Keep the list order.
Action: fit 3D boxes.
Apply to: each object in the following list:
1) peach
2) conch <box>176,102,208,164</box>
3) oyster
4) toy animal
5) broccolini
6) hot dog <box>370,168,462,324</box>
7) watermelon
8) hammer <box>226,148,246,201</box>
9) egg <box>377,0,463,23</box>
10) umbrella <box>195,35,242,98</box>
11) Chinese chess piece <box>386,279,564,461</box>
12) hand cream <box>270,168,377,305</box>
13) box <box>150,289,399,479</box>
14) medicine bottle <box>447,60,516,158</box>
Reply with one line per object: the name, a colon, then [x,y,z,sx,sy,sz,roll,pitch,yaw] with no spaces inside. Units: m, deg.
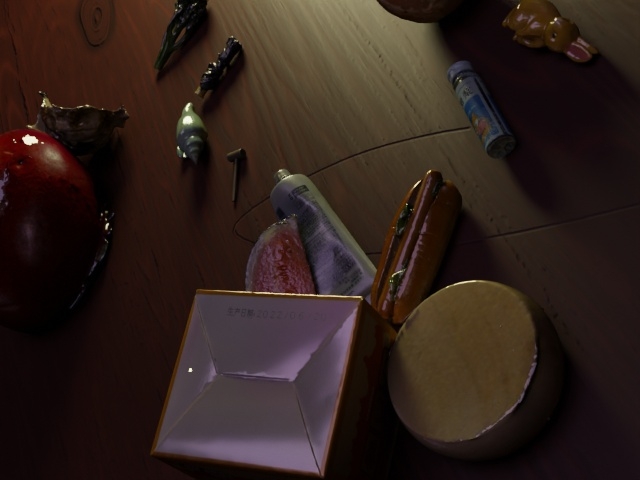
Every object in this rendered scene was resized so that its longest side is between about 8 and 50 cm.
peach: [-0.639,-0.013,2.133,0.339,0.353,0.417,-10,102,45]
conch: [-0.263,-0.209,2.059,0.065,0.088,0.180,-3,45,-9]
oyster: [-0.577,-0.264,2.270,0.337,0.197,0.133,5,75,51]
toy animal: [0.367,-0.327,1.564,0.083,0.070,0.159,-52,49,3]
broccolini: [-0.322,-0.476,2.256,0.091,0.068,0.203,30,88,27]
hot dog: [0.142,0.010,1.559,0.100,0.068,0.250,12,75,38]
watermelon: [-0.062,0.081,1.677,0.119,0.063,0.245,-18,70,30]
hammer: [-0.165,-0.124,1.950,0.035,0.019,0.110,-16,62,34]
egg: [0.163,-0.485,1.745,0.195,0.195,0.233,-47,56,10]
umbrella: [-0.216,-0.363,2.115,0.037,0.040,0.144,39,95,38]
Chinese chess piece: [0.212,0.178,1.383,0.250,0.097,0.251,-21,54,31]
hand cream: [0.000,0.000,1.708,0.124,0.077,0.341,-41,54,14]
box: [-0.049,0.231,1.459,0.283,0.214,0.260,0,65,29]
medicine bottle: [0.255,-0.211,1.604,0.051,0.051,0.191,-37,46,20]
